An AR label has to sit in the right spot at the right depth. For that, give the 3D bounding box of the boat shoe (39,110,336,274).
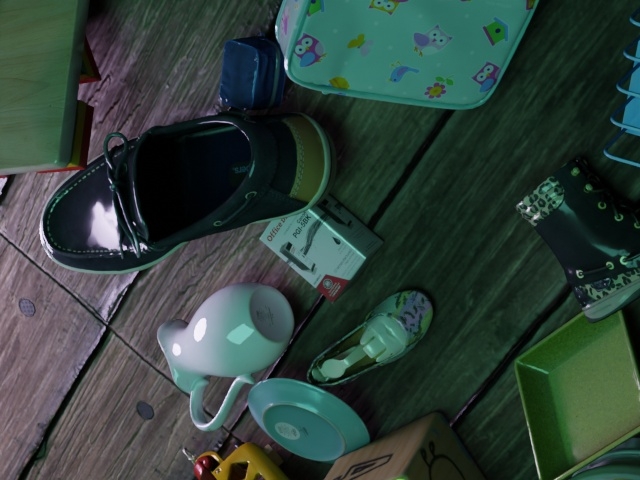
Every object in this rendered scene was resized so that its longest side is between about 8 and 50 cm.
[{"bbox_3d":[-0.212,-0.068,2.002,0.500,0.156,0.187,-13,80,37],"label":"boat shoe"}]

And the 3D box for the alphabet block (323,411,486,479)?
[{"bbox_3d":[0.109,0.376,2.013,0.193,0.197,0.192,-32,98,26],"label":"alphabet block"}]

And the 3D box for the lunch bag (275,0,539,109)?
[{"bbox_3d":[0.089,-0.260,1.709,0.279,0.108,0.224,8,130,-18],"label":"lunch bag"}]

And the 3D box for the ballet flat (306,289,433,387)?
[{"bbox_3d":[0.062,0.143,2.024,0.221,0.079,0.077,-37,89,38],"label":"ballet flat"}]

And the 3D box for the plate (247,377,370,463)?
[{"bbox_3d":[-0.020,0.263,2.127,0.188,0.024,0.188,17,142,14],"label":"plate"}]

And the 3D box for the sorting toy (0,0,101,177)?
[{"bbox_3d":[-0.409,-0.206,2.068,0.257,0.089,0.256,-4,75,34],"label":"sorting toy"}]

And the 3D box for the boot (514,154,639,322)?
[{"bbox_3d":[0.355,-0.032,1.759,0.236,0.085,0.179,-40,83,31],"label":"boot"}]

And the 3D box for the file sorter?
[{"bbox_3d":[0.389,-0.169,1.657,0.118,0.104,0.170,18,121,22],"label":"file sorter"}]

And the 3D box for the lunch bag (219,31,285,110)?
[{"bbox_3d":[-0.083,-0.219,1.939,0.067,0.065,0.098,25,115,37],"label":"lunch bag"}]

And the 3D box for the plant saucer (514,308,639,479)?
[{"bbox_3d":[0.332,0.188,1.854,0.045,0.188,0.188,18,137,-32],"label":"plant saucer"}]

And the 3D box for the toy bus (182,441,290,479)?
[{"bbox_3d":[-0.100,0.348,2.207,0.104,0.191,0.202,-43,88,-5],"label":"toy bus"}]

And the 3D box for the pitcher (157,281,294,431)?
[{"bbox_3d":[-0.127,0.161,2.105,0.207,0.125,0.178,-29,71,42],"label":"pitcher"}]

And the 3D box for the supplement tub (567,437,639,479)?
[{"bbox_3d":[0.362,0.420,1.799,0.241,0.331,0.241,13,129,17],"label":"supplement tub"}]

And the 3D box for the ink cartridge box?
[{"bbox_3d":[0.000,0.000,2.005,0.135,0.056,0.099,40,127,8],"label":"ink cartridge box"}]
